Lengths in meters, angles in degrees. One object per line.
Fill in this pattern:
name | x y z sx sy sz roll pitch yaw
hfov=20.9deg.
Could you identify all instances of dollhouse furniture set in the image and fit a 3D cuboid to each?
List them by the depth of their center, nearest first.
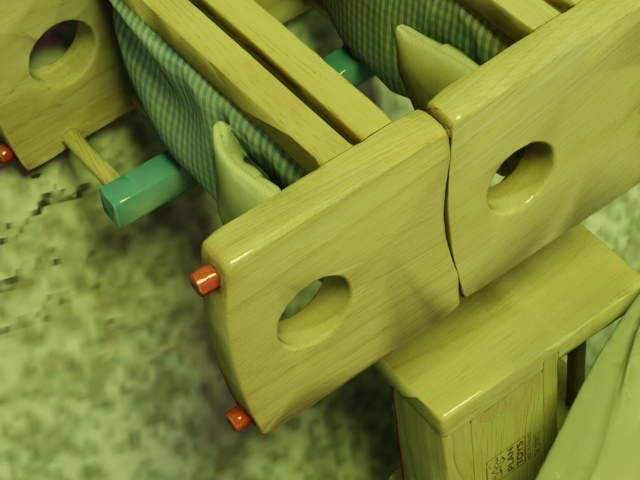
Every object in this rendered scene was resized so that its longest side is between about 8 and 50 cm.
dollhouse furniture set | 0.000 0.000 0.489 0.129 0.129 0.183 -32 142 -19

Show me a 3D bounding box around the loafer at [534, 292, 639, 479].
loafer | 0.107 0.092 0.468 0.319 0.112 0.111 -45 145 -13
